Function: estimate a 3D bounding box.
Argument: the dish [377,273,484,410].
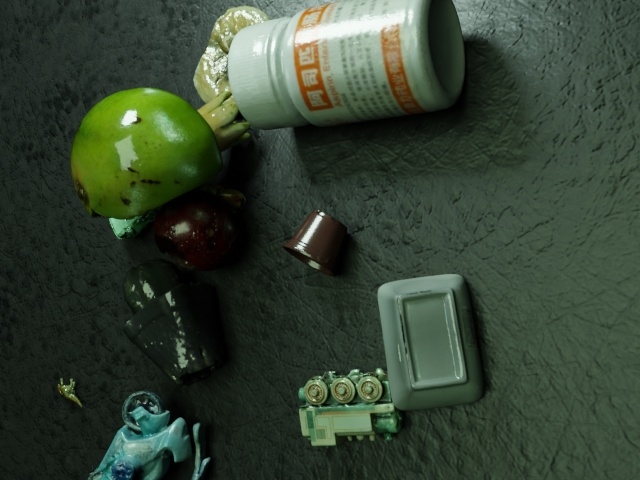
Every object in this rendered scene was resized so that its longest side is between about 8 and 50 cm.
[{"bbox_3d":[0.176,0.159,1.212,0.151,0.077,0.213,-8,77,5],"label":"dish"}]

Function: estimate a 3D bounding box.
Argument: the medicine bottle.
[{"bbox_3d":[0.043,-0.307,1.310,0.371,0.211,0.211,-3,81,29],"label":"medicine bottle"}]

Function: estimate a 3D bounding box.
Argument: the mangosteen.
[{"bbox_3d":[-0.232,-0.032,1.467,0.166,0.166,0.180,5,58,31],"label":"mangosteen"}]

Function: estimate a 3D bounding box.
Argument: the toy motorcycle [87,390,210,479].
[{"bbox_3d":[-0.331,0.439,1.466,0.206,0.154,0.260,28,93,7],"label":"toy motorcycle"}]

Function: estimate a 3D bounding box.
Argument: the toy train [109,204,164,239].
[{"bbox_3d":[-0.379,-0.068,1.602,0.149,0.081,0.099,-43,65,24],"label":"toy train"}]

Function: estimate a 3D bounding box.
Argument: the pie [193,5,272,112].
[{"bbox_3d":[-0.159,-0.359,1.529,0.185,0.052,0.218,27,99,25],"label":"pie"}]

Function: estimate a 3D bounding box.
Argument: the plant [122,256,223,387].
[{"bbox_3d":[-0.287,0.154,1.478,0.164,0.142,0.256,-34,79,22],"label":"plant"}]

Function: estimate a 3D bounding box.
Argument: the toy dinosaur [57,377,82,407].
[{"bbox_3d":[-0.547,0.331,1.664,0.113,0.026,0.041,16,97,40],"label":"toy dinosaur"}]

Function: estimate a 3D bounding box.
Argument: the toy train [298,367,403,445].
[{"bbox_3d":[0.056,0.285,1.297,0.193,0.080,0.125,-8,89,26],"label":"toy train"}]

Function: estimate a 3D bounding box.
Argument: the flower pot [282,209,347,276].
[{"bbox_3d":[0.000,0.000,1.363,0.111,0.111,0.089,24,80,31],"label":"flower pot"}]

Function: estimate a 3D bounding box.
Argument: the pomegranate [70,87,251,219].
[{"bbox_3d":[-0.309,-0.190,1.420,0.216,0.358,0.309,59,157,-14],"label":"pomegranate"}]
